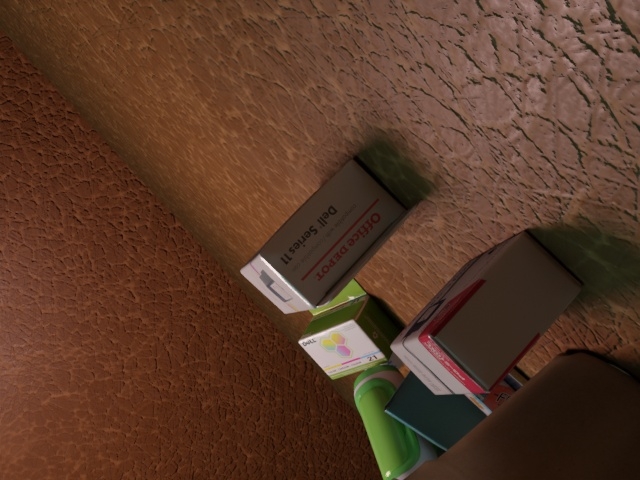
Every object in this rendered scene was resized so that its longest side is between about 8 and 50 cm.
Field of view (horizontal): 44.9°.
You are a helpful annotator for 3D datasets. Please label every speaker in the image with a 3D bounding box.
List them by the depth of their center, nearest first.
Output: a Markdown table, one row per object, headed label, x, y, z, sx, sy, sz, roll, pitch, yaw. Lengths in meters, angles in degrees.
| label | x | y | z | sx | sy | sz | roll | pitch | yaw |
| --- | --- | --- | --- | --- | --- | --- | --- | --- | --- |
| speaker | 0.163 | 0.409 | 1.631 | 0.131 | 0.131 | 0.296 | 57 | -171 | -45 |

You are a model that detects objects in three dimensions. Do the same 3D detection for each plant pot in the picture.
| label | x | y | z | sx | sy | sz | roll | pitch | yaw |
| --- | --- | --- | --- | --- | --- | --- | --- | --- | --- |
| plant pot | 0.314 | 0.327 | 1.027 | 0.334 | 0.305 | 0.334 | 42 | 167 | 12 |
| plant pot | 0.267 | 0.327 | 1.497 | 0.234 | 0.165 | 0.165 | 35 | 175 | 9 |

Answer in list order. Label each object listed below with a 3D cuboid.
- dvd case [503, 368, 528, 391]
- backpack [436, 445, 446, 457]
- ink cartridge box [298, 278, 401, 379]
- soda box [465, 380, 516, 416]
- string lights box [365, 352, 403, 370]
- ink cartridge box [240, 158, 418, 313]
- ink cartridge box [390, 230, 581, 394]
| label | x | y | z | sx | sy | sz | roll | pitch | yaw |
| --- | --- | --- | --- | --- | --- | --- | --- | --- | --- |
| dvd case | 0.333 | 0.251 | 1.386 | 0.221 | 0.018 | 0.164 | 41 | 168 | 12 |
| backpack | 0.296 | 0.428 | 1.678 | 0.144 | 0.188 | 0.166 | 50 | 167 | -25 |
| ink cartridge box | 0.026 | 0.176 | 1.750 | 0.189 | 0.097 | 0.255 | -27 | 111 | 41 |
| soda box | 0.343 | 0.310 | 1.369 | 0.183 | 0.058 | 0.063 | 42 | 168 | 2 |
| string lights box | 0.134 | 0.279 | 1.973 | 0.133 | 0.077 | 0.259 | 44 | 167 | 3 |
| ink cartridge box | 0.000 | 0.000 | 1.199 | 0.119 | 0.207 | 0.353 | 44 | 167 | -4 |
| ink cartridge box | 0.196 | 0.101 | 0.980 | 0.100 | 0.172 | 0.237 | 44 | 168 | 4 |
